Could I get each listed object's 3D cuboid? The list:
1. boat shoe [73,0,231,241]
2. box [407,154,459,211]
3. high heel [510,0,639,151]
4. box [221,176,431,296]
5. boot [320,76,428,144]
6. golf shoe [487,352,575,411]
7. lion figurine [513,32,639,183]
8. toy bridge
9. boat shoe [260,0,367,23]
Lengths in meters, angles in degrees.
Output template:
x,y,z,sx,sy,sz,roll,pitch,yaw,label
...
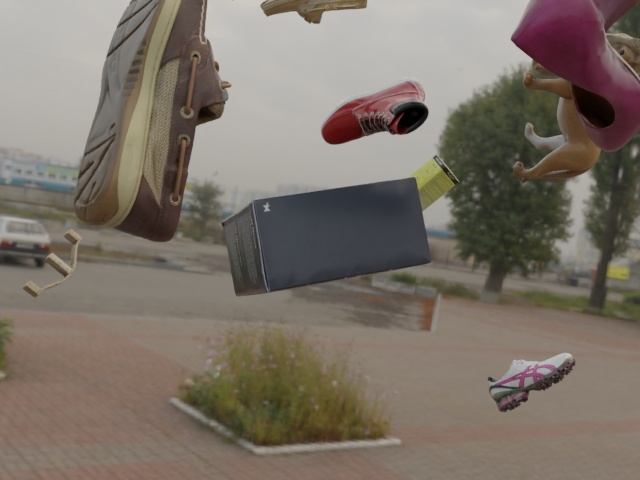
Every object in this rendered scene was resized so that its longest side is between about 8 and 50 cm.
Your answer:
x,y,z,sx,sy,sz,roll,pitch,yaw,label
-0.165,-0.163,0.857,0.123,0.342,0.123,23,-24,-35,boat shoe
0.241,-0.114,2.022,0.087,0.232,0.058,37,17,-46,box
0.344,-0.212,1.069,0.127,0.181,0.377,50,-5,39,high heel
0.000,0.000,1.612,0.343,0.179,0.312,-10,-3,-17,box
0.109,-0.249,1.641,0.244,0.088,0.176,-24,28,16,boot
0.425,0.271,1.583,0.186,0.086,0.067,-34,-31,16,golf shoe
0.572,-0.276,1.727,0.240,0.392,0.142,13,41,23,lion figurine
-0.577,0.055,1.718,0.063,0.188,0.026,44,-46,-20,toy bridge
-0.008,-0.366,1.210,0.170,0.059,0.063,-10,27,10,boat shoe
